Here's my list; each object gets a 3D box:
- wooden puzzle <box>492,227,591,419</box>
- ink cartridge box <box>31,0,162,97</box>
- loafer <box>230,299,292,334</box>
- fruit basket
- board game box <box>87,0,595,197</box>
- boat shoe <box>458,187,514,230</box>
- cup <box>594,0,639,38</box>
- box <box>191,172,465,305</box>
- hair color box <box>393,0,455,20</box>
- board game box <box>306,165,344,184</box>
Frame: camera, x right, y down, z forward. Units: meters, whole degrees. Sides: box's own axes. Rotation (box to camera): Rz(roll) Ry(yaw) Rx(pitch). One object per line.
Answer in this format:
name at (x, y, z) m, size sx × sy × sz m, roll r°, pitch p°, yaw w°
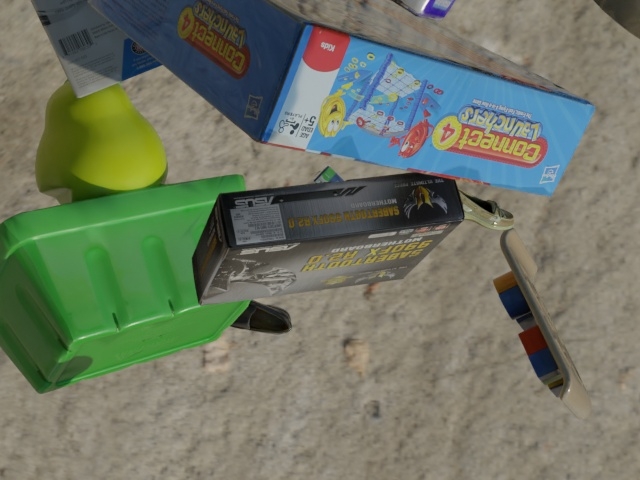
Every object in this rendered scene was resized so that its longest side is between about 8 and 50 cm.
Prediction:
wooden puzzle at (0.434, 0.179, 2.058) m, size 0.322 × 0.080 × 0.348 m, roll 39°, pitch 31°, yaw -63°
ink cartridge box at (-0.253, -0.282, 1.199) m, size 0.082 × 0.139 × 0.190 m, roll -56°, pitch 127°, yaw -66°
loafer at (-0.132, 0.132, 1.849) m, size 0.170 × 0.061 × 0.062 m, roll 9°, pitch 93°, yaw -12°
fruit basket at (-0.292, -0.027, 1.396) m, size 0.392 × 0.283 × 0.392 m, roll 17°, pitch 52°, yaw -22°
board game box at (0.011, -0.154, 0.845) m, size 0.302 × 0.308 × 0.086 m, roll 7°, pitch 113°, yaw -39°
boat shoe at (0.294, -0.060, 1.877) m, size 0.153 × 0.056 × 0.048 m, roll 17°, pitch 119°, yaw -20°
cup at (0.393, -0.346, 0.887) m, size 0.331 × 0.237 × 0.331 m, roll 3°, pitch 68°, yaw -7°
box at (0.000, 0.000, 1.008) m, size 0.231 × 0.183 × 0.056 m, roll -6°, pitch 71°, yaw -18°
hair color box at (0.084, -0.328, 0.630) m, size 0.185 × 0.110 × 0.339 m, roll 35°, pitch 105°, yaw 7°
board game box at (0.065, -0.033, 1.621) m, size 0.201 × 0.136 × 0.035 m, roll 44°, pitch 86°, yaw -4°
